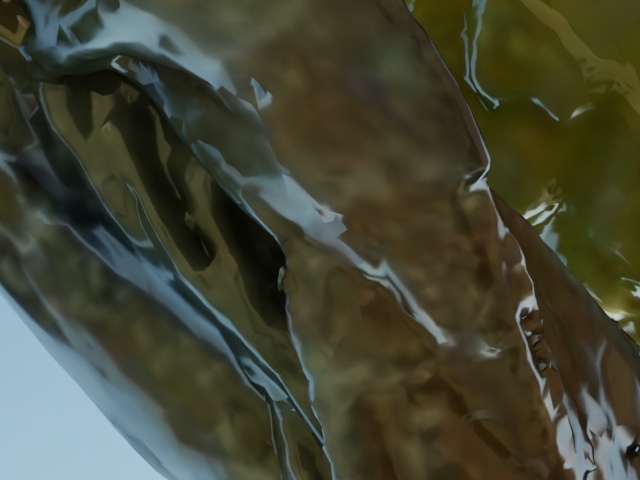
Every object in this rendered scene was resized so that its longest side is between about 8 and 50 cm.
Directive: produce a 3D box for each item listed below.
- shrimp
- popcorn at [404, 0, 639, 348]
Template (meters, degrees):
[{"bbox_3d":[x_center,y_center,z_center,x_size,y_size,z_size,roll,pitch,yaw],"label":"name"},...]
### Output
[{"bbox_3d":[0.000,0.000,0.444,0.110,0.221,0.446,-42,-85,-23],"label":"shrimp"},{"bbox_3d":[0.136,-0.085,0.575,0.247,0.282,0.282,20,-82,-2],"label":"popcorn"}]
